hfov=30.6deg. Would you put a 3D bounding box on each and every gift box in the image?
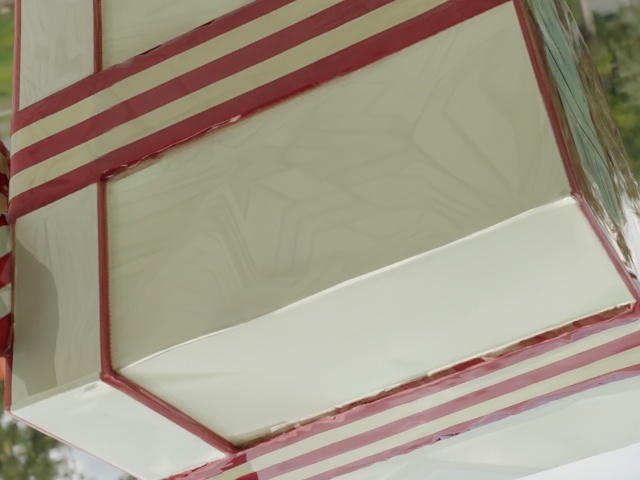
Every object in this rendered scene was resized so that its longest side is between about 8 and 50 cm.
[{"bbox_3d":[0.000,0.000,0.515,0.258,0.255,0.276,-21,-130,20],"label":"gift box"}]
